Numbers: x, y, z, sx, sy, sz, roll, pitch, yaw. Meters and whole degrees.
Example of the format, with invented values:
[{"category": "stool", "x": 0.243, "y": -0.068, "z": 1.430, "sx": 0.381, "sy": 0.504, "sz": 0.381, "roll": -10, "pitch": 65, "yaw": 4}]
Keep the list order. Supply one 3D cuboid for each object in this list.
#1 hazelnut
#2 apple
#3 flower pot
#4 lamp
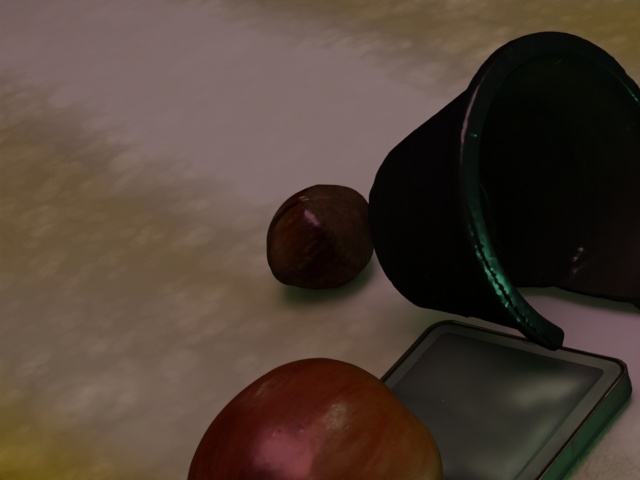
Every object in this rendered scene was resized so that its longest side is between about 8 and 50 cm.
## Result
[{"category": "hazelnut", "x": 0.000, "y": 0.000, "z": 2.067, "sx": 0.143, "sy": 0.143, "sz": 0.154, "roll": 1, "pitch": 27, "yaw": 28}, {"category": "apple", "x": 0.005, "y": 0.237, "z": 1.550, "sx": 0.242, "sy": 0.242, "sz": 0.241, "roll": 11, "pitch": 48, "yaw": 39}, {"category": "flower pot", "x": 0.215, "y": -0.048, "z": 1.856, "sx": 0.251, "sy": 0.379, "sz": 0.379, "roll": -11, "pitch": 24, "yaw": 50}, {"category": "lamp", "x": 0.167, "y": 0.197, "z": 1.726, "sx": 0.269, "sy": 0.047, "sz": 0.266, "roll": 12, "pitch": 40, "yaw": 39}]
